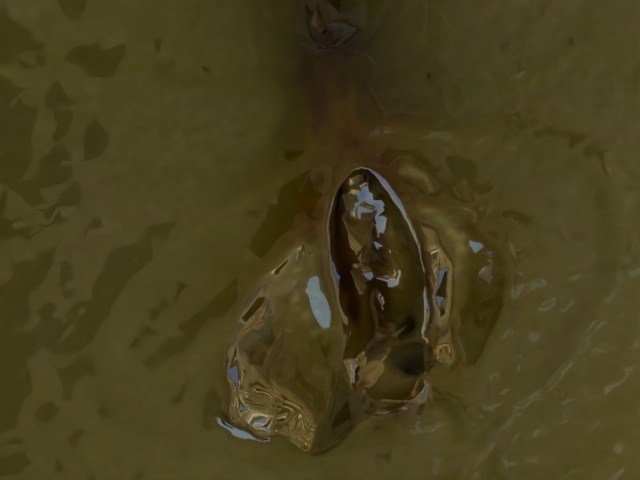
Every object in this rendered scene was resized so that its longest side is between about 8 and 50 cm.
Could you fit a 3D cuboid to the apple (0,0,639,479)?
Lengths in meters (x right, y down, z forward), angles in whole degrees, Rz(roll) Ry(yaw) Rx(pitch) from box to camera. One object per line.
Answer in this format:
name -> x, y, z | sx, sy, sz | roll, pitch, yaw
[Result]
apple -> 0.000, 0.000, 0.560 | 0.320, 0.360, 0.311 | 14, -134, 23
